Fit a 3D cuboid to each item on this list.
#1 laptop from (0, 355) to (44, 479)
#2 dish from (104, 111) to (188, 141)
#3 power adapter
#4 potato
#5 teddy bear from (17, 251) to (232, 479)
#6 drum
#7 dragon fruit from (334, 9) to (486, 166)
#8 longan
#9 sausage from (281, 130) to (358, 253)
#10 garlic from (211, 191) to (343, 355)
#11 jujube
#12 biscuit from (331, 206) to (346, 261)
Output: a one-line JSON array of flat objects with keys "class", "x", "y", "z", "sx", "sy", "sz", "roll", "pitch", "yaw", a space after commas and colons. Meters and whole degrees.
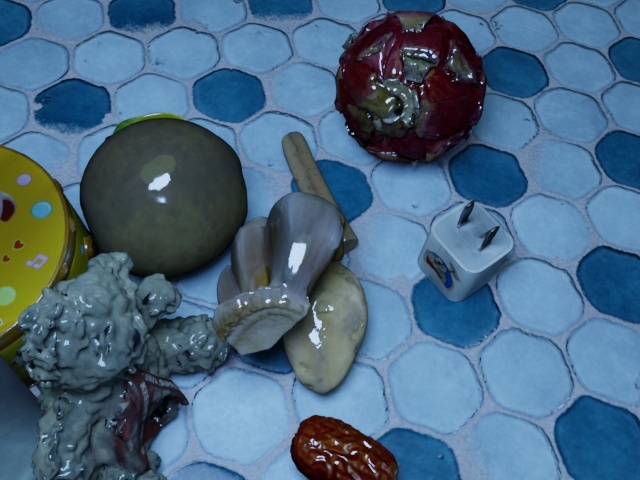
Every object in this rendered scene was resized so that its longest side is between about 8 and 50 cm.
[{"class": "laptop", "x": -0.510, "y": 0.289, "z": 0.889, "sx": 0.187, "sy": 0.269, "sz": 0.015, "roll": -35, "pitch": 36, "yaw": -21}, {"class": "dish", "x": -0.336, "y": -0.186, "z": 1.250, "sx": 0.208, "sy": 0.080, "sz": 0.149, "roll": 4, "pitch": 65, "yaw": -3}, {"class": "power adapter", "x": 0.275, "y": 0.005, "z": 1.117, "sx": 0.125, "sy": 0.205, "sz": 0.130, "roll": -31, "pitch": 66, "yaw": -19}, {"class": "potato", "x": 0.001, "y": 0.143, "z": 1.064, "sx": 0.161, "sy": 0.128, "sz": 0.235, "roll": 22, "pitch": 67, "yaw": 10}, {"class": "teddy bear", "x": -0.305, "y": 0.195, "z": 0.883, "sx": 0.224, "sy": 0.367, "sz": 0.357, "roll": 18, "pitch": 60, "yaw": 12}, {"class": "drum", "x": -0.607, "y": 0.054, "z": 1.022, "sx": 0.431, "sy": 0.214, "sz": 0.431, "roll": 2, "pitch": 62, "yaw": -3}, {"class": "dragon fruit", "x": 0.181, "y": -0.310, "z": 1.228, "sx": 0.329, "sy": 0.329, "sz": 0.329, "roll": 2, "pitch": 61, "yaw": -3}, {"class": "longan", "x": -0.275, "y": -0.077, "z": 1.078, "sx": 0.297, "sy": 0.297, "sz": 0.297, "roll": 2, "pitch": 61, "yaw": -3}, {"class": "sausage", "x": -0.010, "y": -0.105, "z": 1.239, "sx": 0.066, "sy": 0.066, "sz": 0.301, "roll": -20, "pitch": 63, "yaw": -14}, {"class": "garlic", "x": -0.077, "y": 0.034, "z": 1.019, "sx": 0.132, "sy": 0.279, "sz": 0.325, "roll": 43, "pitch": 23, "yaw": -24}, {"class": "jujube", "x": 0.036, "y": 0.351, "z": 0.958, "sx": 0.176, "sy": 0.109, "sz": 0.112, "roll": 25, "pitch": 31, "yaw": 9}, {"class": "biscuit", "x": 0.001, "y": 0.000, "z": 1.163, "sx": 0.118, "sy": 0.023, "sz": 0.140, "roll": 42, "pitch": 102, "yaw": 26}]
